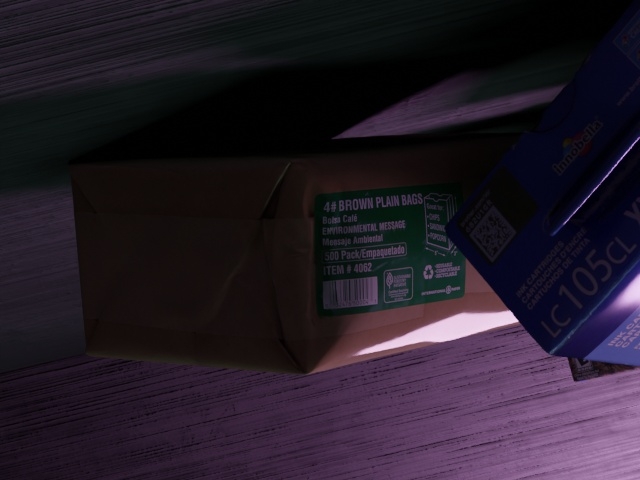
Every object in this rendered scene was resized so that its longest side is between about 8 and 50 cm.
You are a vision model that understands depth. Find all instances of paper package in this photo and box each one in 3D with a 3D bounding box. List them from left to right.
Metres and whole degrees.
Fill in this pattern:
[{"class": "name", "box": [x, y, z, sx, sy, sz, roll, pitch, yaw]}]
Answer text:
[{"class": "paper package", "box": [0.000, 0.000, 1.432, 0.325, 0.168, 0.309, -8, -175, -43]}]

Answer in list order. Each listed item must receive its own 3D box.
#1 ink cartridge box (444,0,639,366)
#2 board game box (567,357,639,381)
[{"class": "ink cartridge box", "box": [0.283, -0.041, 1.303, 0.395, 0.151, 0.270, 12, 124, -50]}, {"class": "board game box", "box": [0.420, 0.013, 2.196, 0.232, 0.291, 0.141, -18, 175, 34]}]
